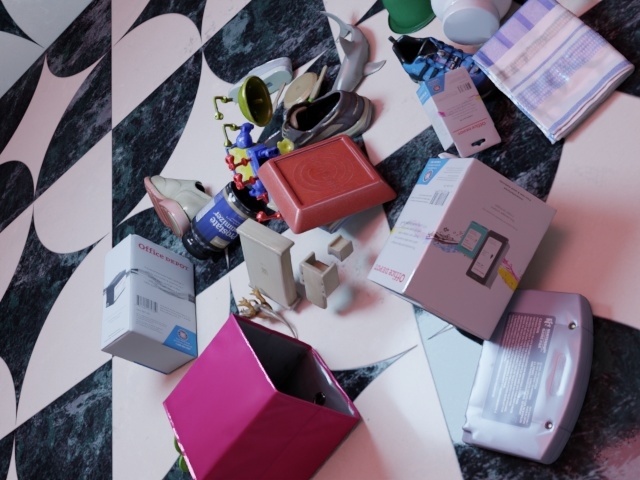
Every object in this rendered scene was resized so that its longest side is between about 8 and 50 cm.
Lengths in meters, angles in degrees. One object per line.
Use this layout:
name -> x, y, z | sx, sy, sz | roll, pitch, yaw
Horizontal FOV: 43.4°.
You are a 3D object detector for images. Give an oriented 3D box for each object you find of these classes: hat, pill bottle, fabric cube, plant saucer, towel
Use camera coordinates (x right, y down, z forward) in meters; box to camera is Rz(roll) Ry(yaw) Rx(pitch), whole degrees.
hat -> 0.179, -0.637, 2.012 | 0.208, 0.183, 0.173 | 3, 69, 46
pill bottle -> 0.345, -0.611, 1.830 | 0.181, 0.181, 0.323 | -17, 56, 38
fabric cube -> -0.125, 0.354, 1.667 | 0.258, 0.259, 0.254 | -53, 41, 11
plant saucer -> 0.008, -0.148, 1.874 | 0.259, 0.047, 0.258 | -20, 46, -13
pill bottle -> -0.268, -0.048, 2.158 | 0.219, 0.123, 0.122 | -42, 43, 21
towel -> 0.459, -0.355, 1.615 | 0.209, 0.034, 0.285 | -44, 59, 15

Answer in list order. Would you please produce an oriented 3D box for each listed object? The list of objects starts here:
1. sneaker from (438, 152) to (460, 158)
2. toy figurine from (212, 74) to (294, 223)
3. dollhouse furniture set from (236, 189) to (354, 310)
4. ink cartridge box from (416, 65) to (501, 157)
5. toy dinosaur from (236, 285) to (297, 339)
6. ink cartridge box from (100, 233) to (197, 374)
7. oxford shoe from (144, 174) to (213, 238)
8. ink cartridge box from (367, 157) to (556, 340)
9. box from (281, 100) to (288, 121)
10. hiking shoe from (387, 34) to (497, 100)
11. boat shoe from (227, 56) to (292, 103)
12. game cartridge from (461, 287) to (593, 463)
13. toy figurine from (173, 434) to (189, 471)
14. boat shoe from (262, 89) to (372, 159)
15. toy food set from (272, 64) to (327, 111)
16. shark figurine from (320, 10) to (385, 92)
sneaker -> 0.248, -0.042, 1.650 | 0.118, 0.110, 0.292 | 17, 80, 40
toy figurine -> -0.203, -0.219, 2.048 | 0.191, 0.362, 0.217 | -30, 19, -31
dollhouse furniture set -> 0.000, 0.000, 1.904 | 0.286, 0.198, 0.303 | 28, 55, 29
ink cartridge box -> 0.291, -0.262, 1.696 | 0.181, 0.104, 0.061 | 65, 166, 6
toy dinosaur -> -0.132, 0.168, 1.924 | 0.211, 0.112, 0.064 | 10, 60, 54
ink cartridge box -> -0.455, 0.170, 2.137 | 0.129, 0.223, 0.307 | -33, 46, 28
oxford shoe -> -0.413, -0.119, 2.377 | 0.146, 0.140, 0.397 | -29, 32, -15
ink cartridge box -> 0.254, 0.011, 1.491 | 0.270, 0.197, 0.198 | -61, 16, -2
box -> -0.076, -0.369, 2.238 | 0.067, 0.018, 0.083 | -34, 46, 27
hiking shoe -> 0.276, -0.389, 1.803 | 0.304, 0.132, 0.113 | 24, 85, 50
boat shoe -> -0.173, -0.472, 2.363 | 0.228, 0.079, 0.081 | -18, 48, 31
game cartridge -> 0.366, 0.230, 1.399 | 0.196, 0.060, 0.294 | 1, 68, 50
toy figurine -> -0.240, 0.490, 1.829 | 0.159, 0.130, 0.173 | 26, 108, 41
boat shoe -> -0.035, -0.300, 2.067 | 0.355, 0.130, 0.132 | -25, 51, 34
toy food set -> -0.051, -0.403, 2.200 | 0.192, 0.038, 0.132 | -8, 52, 46
shark figurine -> 0.072, -0.514, 2.107 | 0.166, 0.116, 0.278 | -23, 54, 33
